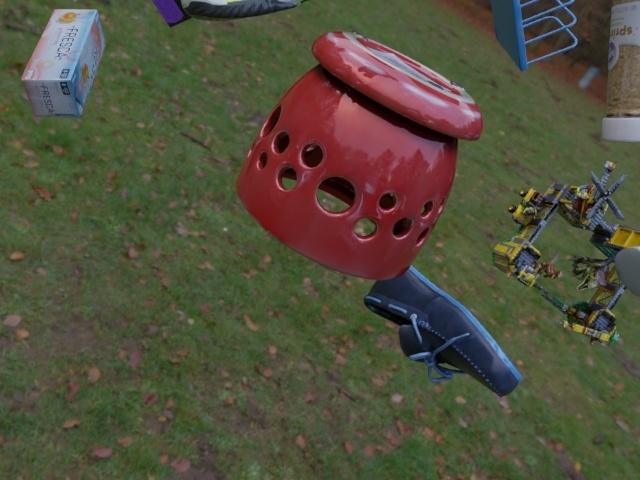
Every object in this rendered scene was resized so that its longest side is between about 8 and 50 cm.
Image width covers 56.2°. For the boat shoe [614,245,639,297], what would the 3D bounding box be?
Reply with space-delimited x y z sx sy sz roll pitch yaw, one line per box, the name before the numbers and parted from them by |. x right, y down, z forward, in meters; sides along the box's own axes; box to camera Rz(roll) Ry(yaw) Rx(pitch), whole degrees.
boat shoe | 0.492 0.040 0.808 0.070 0.077 0.219 -15 4 -11

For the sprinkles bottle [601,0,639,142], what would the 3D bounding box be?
sprinkles bottle | 0.631 -0.373 1.181 0.121 0.355 0.121 -1 12 0

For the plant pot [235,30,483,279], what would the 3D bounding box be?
plant pot | 0.038 -0.085 0.555 0.191 0.174 0.191 22 25 -11

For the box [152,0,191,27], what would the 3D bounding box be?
box | -0.296 -0.636 1.365 0.165 0.144 0.270 57 27 -38

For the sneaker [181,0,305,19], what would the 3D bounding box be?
sneaker | -0.085 -0.504 1.114 0.385 0.147 0.145 -25 27 -21

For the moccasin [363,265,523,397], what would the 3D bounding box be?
moccasin | 0.183 0.156 0.965 0.137 0.117 0.342 54 -5 -27

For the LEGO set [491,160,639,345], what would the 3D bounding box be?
LEGO set | 0.491 0.045 1.053 0.331 0.255 0.192 44 -3 -18

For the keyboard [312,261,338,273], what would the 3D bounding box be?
keyboard | 0.000 0.000 1.371 0.072 0.256 0.014 20 63 19

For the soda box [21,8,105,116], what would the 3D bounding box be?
soda box | -0.341 -0.242 0.808 0.063 0.058 0.183 -1 48 -4

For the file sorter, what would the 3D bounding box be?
file sorter | 0.340 -0.389 0.962 0.170 0.105 0.118 61 12 -44
